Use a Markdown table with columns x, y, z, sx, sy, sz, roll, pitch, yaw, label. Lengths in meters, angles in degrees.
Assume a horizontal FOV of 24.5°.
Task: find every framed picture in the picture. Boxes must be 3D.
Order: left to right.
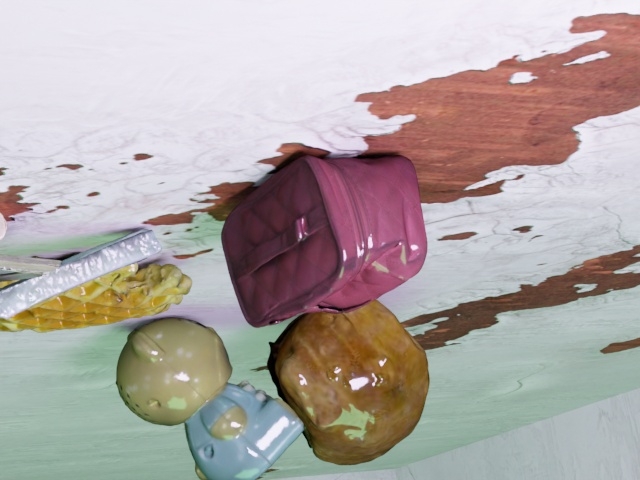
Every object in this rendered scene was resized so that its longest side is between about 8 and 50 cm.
| x | y | z | sx | sy | sz | roll | pitch | yaw | label |
| --- | --- | --- | --- | --- | --- | --- | --- | --- | --- |
| -0.446 | 0.032 | 1.524 | 0.293 | 0.018 | 0.231 | -7 | 170 | 44 | framed picture |

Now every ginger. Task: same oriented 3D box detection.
| x | y | z | sx | sy | sz | roll | pitch | yaw | label |
| --- | --- | --- | --- | --- | --- | --- | --- | --- | --- |
| 0.056 | 0.208 | 2.090 | 0.200 | 0.269 | 0.223 | -31 | -162 | -12 | ginger |

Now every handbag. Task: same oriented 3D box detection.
| x | y | z | sx | sy | sz | roll | pitch | yaw | label |
| --- | --- | --- | --- | --- | --- | --- | --- | --- | --- |
| 0.000 | 0.000 | 1.516 | 0.135 | 0.146 | 0.225 | -4 | 165 | -36 | handbag |

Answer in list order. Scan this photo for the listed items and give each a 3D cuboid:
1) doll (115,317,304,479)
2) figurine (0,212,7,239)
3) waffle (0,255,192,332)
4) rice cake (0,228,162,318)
| x | y | z | sx | sy | sz | roll | pitch | yaw | label |
| --- | --- | --- | --- | --- | --- | --- | --- | --- | --- |
| -0.169 | 0.218 | 2.055 | 0.161 | 0.260 | 0.177 | -45 | -173 | -8 | doll |
| -0.358 | -0.011 | 1.480 | 0.083 | 0.047 | 0.050 | -2 | 179 | -18 | figurine |
| -0.286 | 0.068 | 1.778 | 0.261 | 0.056 | 0.250 | -8 | 165 | -9 | waffle |
| -0.268 | 0.037 | 1.581 | 0.211 | 0.034 | 0.043 | -24 | -171 | -30 | rice cake |
